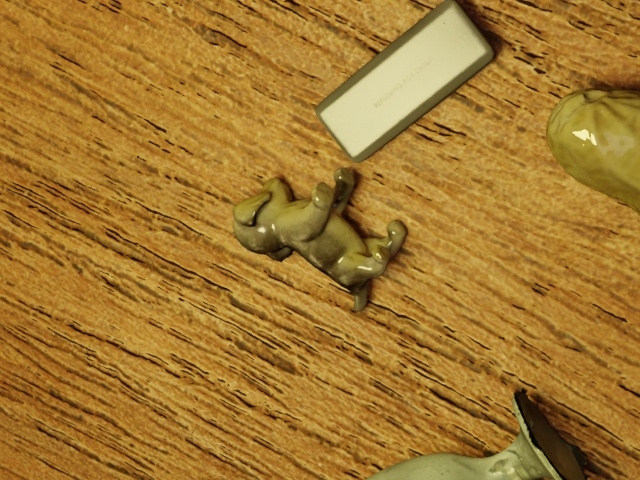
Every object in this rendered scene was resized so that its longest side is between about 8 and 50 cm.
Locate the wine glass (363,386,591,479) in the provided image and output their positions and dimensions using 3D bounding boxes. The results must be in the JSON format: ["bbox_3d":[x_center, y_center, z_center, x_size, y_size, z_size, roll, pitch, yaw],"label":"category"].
[{"bbox_3d":[0.182,0.362,1.575,0.357,0.190,0.190,-34,91,13],"label":"wine glass"}]

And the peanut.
[{"bbox_3d":[0.430,-0.096,1.441,0.305,0.147,0.147,31,107,3],"label":"peanut"}]

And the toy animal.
[{"bbox_3d":[-0.001,-0.014,1.582,0.233,0.121,0.168,34,124,-4],"label":"toy animal"}]

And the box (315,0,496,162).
[{"bbox_3d":[0.112,-0.212,1.540,0.244,0.055,0.103,-37,90,18],"label":"box"}]
